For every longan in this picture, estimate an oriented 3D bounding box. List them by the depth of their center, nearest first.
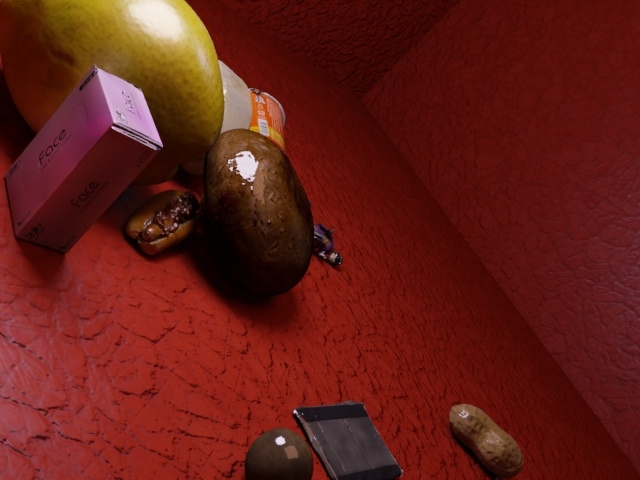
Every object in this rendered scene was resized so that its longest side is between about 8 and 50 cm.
[{"bbox_3d":[-0.063,0.335,1.090,0.106,0.106,0.119,43,58,-12],"label":"longan"}]

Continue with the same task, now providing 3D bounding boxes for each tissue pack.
[{"bbox_3d":[-0.358,-0.117,1.118,0.092,0.246,0.148,26,28,-47],"label":"tissue pack"}]

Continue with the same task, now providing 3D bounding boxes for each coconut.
[{"bbox_3d":[-0.267,-0.269,1.657,0.259,0.259,0.259,41,20,-18],"label":"coconut"}]

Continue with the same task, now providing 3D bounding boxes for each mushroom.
[{"bbox_3d":[-0.124,-0.057,1.497,0.345,0.239,0.345,45,15,-15],"label":"mushroom"}]

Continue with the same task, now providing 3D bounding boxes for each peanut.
[{"bbox_3d":[0.394,0.474,1.776,0.226,0.095,0.108,45,-1,-3],"label":"peanut"}]

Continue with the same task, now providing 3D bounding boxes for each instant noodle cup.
[{"bbox_3d":[-0.178,-0.242,1.862,0.213,0.213,0.174,31,32,-39],"label":"instant noodle cup"}]

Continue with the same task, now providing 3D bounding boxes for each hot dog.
[{"bbox_3d":[-0.282,-0.047,1.408,0.102,0.076,0.249,43,19,-2],"label":"hot dog"}]

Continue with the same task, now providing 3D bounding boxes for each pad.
[{"bbox_3d":[0.054,0.374,1.373,0.233,0.022,0.174,12,40,-57],"label":"pad"}]

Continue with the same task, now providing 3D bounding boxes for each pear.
[{"bbox_3d":[-0.358,-0.296,1.319,0.418,0.362,0.362,49,18,-5],"label":"pear"}]

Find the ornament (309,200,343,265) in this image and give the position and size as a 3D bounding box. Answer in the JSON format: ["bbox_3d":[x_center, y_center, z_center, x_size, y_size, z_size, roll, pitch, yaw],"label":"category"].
[{"bbox_3d":[-0.003,0.004,1.918,0.203,0.088,0.081,50,35,-28],"label":"ornament"}]

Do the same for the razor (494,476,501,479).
[{"bbox_3d":[0.425,0.593,1.716,0.068,0.040,0.135,41,13,-18],"label":"razor"}]
